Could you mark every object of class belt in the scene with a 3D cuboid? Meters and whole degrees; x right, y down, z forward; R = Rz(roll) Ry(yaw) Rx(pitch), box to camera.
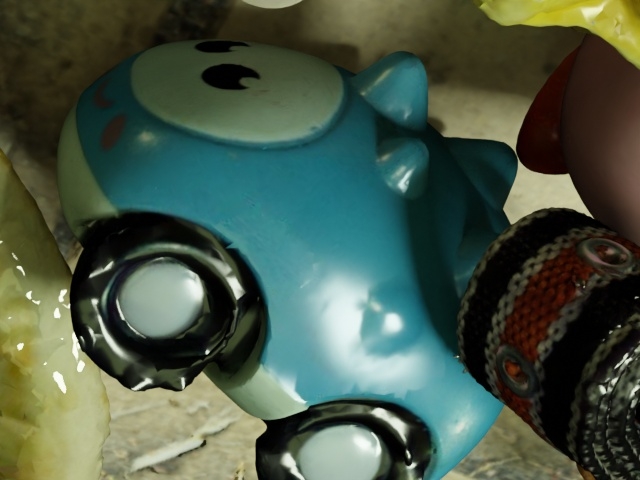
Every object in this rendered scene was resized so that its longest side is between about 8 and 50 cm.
[{"bbox_3d":[0.163,0.103,0.854,0.126,0.094,0.359,-40,142,2],"label":"belt"}]

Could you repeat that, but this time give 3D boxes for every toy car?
[{"bbox_3d":[0.000,0.000,0.847,0.190,0.188,0.255,-43,111,12],"label":"toy car"}]

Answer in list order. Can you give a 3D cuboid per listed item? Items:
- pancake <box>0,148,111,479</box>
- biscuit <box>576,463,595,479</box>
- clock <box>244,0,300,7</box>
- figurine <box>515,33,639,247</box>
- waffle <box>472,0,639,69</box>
[{"bbox_3d":[-0.277,0.041,0.905,0.387,0.082,0.387,12,135,12],"label":"pancake"},{"bbox_3d":[0.287,0.122,1.031,0.334,0.047,0.202,18,128,-16],"label":"biscuit"},{"bbox_3d":[-0.055,-0.200,0.756,0.155,0.063,0.229,-14,126,17],"label":"clock"},{"bbox_3d":[0.191,-0.057,0.797,0.173,0.173,0.173,1,131,1],"label":"figurine"},{"bbox_3d":[0.227,-0.212,0.635,0.382,0.095,0.379,13,102,-9],"label":"waffle"}]
